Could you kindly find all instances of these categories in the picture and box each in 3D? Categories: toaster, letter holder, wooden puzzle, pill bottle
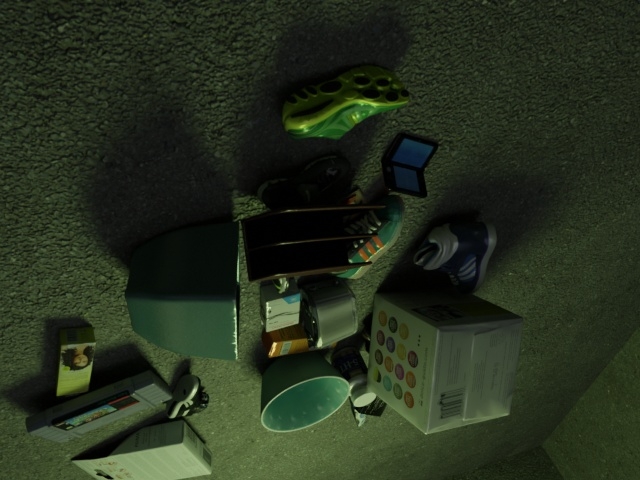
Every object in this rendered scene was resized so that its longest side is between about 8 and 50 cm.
[{"bbox_3d":[0.024,0.218,1.781,0.146,0.129,0.227,-17,121,-17],"label":"toaster"},{"bbox_3d":[0.000,0.000,1.431,0.302,0.152,0.214,-5,175,-36],"label":"letter holder"},{"bbox_3d":[0.084,-0.098,1.585,0.078,0.014,0.116,-37,139,11],"label":"wooden puzzle"},{"bbox_3d":[0.117,0.472,2.080,0.112,0.186,0.112,-16,139,-15],"label":"pill bottle"}]

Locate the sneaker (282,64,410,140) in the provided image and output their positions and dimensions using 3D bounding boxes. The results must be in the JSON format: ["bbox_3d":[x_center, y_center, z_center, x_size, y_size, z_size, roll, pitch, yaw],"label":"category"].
[{"bbox_3d":[0.051,-0.294,1.308,0.296,0.109,0.123,-17,162,-15],"label":"sneaker"}]

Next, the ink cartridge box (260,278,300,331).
[{"bbox_3d":[-0.118,0.202,1.756,0.104,0.060,0.180,-14,138,-17],"label":"ink cartridge box"}]

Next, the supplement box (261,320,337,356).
[{"bbox_3d":[-0.060,0.301,1.884,0.233,0.078,0.080,-2,132,-28],"label":"supplement box"}]

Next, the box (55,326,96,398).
[{"bbox_3d":[-0.652,0.325,1.591,0.087,0.058,0.232,-2,135,-28],"label":"box"}]

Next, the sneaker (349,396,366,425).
[{"bbox_3d":[0.168,0.679,2.414,0.081,0.080,0.211,-18,140,-9],"label":"sneaker"}]

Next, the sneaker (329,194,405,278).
[{"bbox_3d":[0.112,-0.004,1.628,0.121,0.108,0.302,4,133,-38],"label":"sneaker"}]

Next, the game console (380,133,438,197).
[{"bbox_3d":[0.234,-0.186,1.525,0.144,0.124,0.085,8,155,-35],"label":"game console"}]

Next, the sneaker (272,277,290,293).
[{"bbox_3d":[-0.122,0.052,1.602,0.097,0.084,0.234,10,139,5],"label":"sneaker"}]

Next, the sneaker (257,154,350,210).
[{"bbox_3d":[-0.029,-0.124,1.412,0.234,0.106,0.078,-22,124,-5],"label":"sneaker"}]

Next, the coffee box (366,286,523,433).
[{"bbox_3d":[0.382,0.359,1.911,0.338,0.334,0.337,-3,104,-28],"label":"coffee box"}]

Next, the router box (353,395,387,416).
[{"bbox_3d":[0.221,0.591,2.329,0.133,0.046,0.179,24,96,-43],"label":"router box"}]

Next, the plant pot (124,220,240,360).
[{"bbox_3d":[-0.319,0.122,1.427,0.252,0.247,0.248,0,135,-6],"label":"plant pot"}]

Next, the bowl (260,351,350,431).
[{"bbox_3d":[-0.073,0.481,2.002,0.312,0.163,0.311,-16,140,-14],"label":"bowl"}]

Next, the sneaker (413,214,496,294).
[{"bbox_3d":[0.389,0.063,1.859,0.236,0.130,0.322,-6,141,-10],"label":"sneaker"}]

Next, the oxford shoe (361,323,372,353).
[{"bbox_3d":[0.191,0.361,2.087,0.096,0.083,0.227,-32,139,12],"label":"oxford shoe"}]

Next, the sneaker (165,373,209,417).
[{"bbox_3d":[-0.396,0.484,1.899,0.121,0.079,0.217,5,139,-38],"label":"sneaker"}]

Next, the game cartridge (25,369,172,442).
[{"bbox_3d":[-0.626,0.485,1.733,0.355,0.068,0.230,-21,161,-8],"label":"game cartridge"}]

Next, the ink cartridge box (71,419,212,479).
[{"bbox_3d":[-0.604,0.749,2.082,0.385,0.091,0.308,-10,141,5],"label":"ink cartridge box"}]
